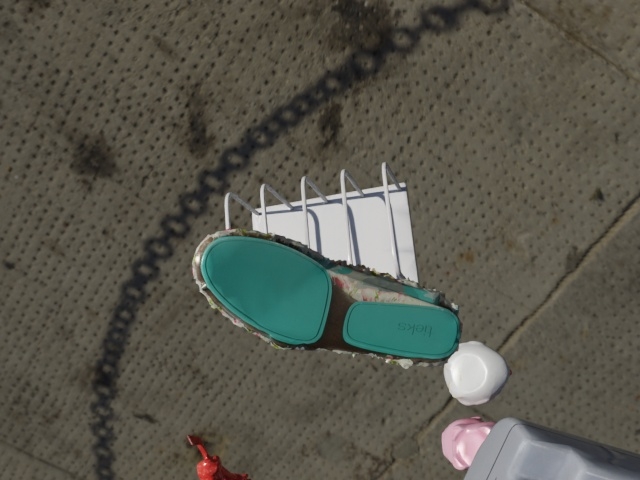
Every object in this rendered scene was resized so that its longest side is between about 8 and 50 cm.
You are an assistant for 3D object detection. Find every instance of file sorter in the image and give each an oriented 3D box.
[{"bbox_3d":[0.000,0.000,1.182,0.278,0.173,0.192,-10,74,15],"label":"file sorter"}]

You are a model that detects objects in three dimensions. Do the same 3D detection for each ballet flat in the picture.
[{"bbox_3d":[0.004,0.054,0.616,0.241,0.077,0.091,21,87,-16],"label":"ballet flat"}]

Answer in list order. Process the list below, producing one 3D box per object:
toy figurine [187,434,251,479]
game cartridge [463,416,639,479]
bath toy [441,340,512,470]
[{"bbox_3d":[0.002,0.306,0.519,0.217,0.362,0.191,-13,123,16],"label":"toy figurine"},{"bbox_3d":[0.130,0.250,0.397,0.198,0.062,0.297,18,103,-16],"label":"game cartridge"},{"bbox_3d":[0.243,0.329,1.117,0.151,0.129,0.348,-7,78,39],"label":"bath toy"}]
